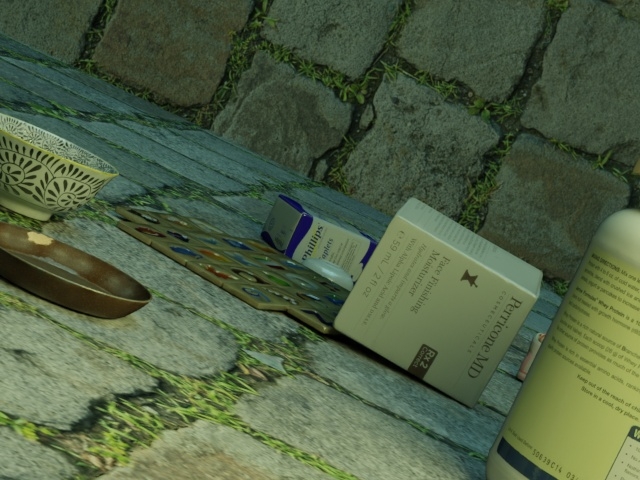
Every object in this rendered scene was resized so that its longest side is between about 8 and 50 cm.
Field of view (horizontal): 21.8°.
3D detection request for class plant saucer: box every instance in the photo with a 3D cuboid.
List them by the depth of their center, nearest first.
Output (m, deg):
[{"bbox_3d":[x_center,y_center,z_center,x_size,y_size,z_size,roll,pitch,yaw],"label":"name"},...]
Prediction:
[{"bbox_3d":[-0.229,0.028,1.457,0.168,0.029,0.168,25,6,-3],"label":"plant saucer"}]

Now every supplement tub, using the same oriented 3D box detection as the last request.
[{"bbox_3d":[0.308,0.115,1.433,0.235,0.325,0.235,25,6,-3],"label":"supplement tub"}]

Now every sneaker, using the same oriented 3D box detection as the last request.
[{"bbox_3d":[0.310,0.164,2.258,0.051,0.070,0.134,25,5,23],"label":"sneaker"}]

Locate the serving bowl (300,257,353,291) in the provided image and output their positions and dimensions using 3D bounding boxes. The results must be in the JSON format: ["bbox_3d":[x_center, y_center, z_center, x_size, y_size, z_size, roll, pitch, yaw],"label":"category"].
[{"bbox_3d":[0.010,0.045,2.285,0.083,0.027,0.083,24,5,-2],"label":"serving bowl"}]

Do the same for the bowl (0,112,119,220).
[{"bbox_3d":[-0.307,-0.071,1.764,0.170,0.080,0.170,24,6,-3],"label":"bowl"}]

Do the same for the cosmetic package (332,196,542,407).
[{"bbox_3d":[0.136,0.067,1.883,0.183,0.151,0.151,30,13,5],"label":"cosmetic package"}]

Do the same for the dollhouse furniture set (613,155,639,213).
[{"bbox_3d":[0.607,0.099,2.453,0.256,0.394,0.362,20,8,-41],"label":"dollhouse furniture set"}]

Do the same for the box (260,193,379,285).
[{"bbox_3d":[0.000,0.000,2.422,0.137,0.072,0.126,22,6,-22],"label":"box"}]

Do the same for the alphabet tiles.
[{"bbox_3d":[-0.076,0.038,2.000,0.342,0.011,0.285,29,11,31],"label":"alphabet tiles"}]
